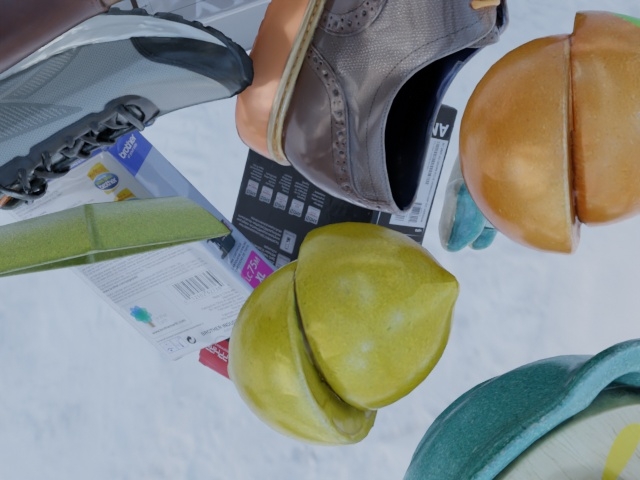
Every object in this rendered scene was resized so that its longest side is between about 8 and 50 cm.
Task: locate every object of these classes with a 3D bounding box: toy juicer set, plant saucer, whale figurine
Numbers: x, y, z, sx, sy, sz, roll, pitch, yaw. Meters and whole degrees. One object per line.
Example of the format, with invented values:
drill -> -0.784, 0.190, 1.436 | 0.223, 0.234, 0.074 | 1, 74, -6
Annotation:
toy juicer set -> 0.051, 0.085, 0.412 | 0.209, 0.089, 0.329 | 20, 107, -41
plant saucer -> -0.211, -0.005, 1.235 | 0.188, 0.188, 0.045 | -11, 89, 34
whale figurine -> 0.243, -0.073, 1.765 | 0.141, 0.272, 0.216 | 19, 121, 17

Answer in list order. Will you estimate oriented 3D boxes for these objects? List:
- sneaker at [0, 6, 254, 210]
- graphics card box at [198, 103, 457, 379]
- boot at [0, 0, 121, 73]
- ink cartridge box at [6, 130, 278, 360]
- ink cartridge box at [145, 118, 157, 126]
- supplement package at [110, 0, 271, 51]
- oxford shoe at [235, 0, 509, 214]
sneaker -> -0.170, -0.070, 0.818 | 0.271, 0.100, 0.108 | -12, 77, 7
graphics card box -> 0.000, 0.000, 1.495 | 0.094, 0.232, 0.371 | 4, 103, -42
boot -> -0.061, -0.146, 0.530 | 0.264, 0.280, 0.096 | -26, 98, -36
ink cartridge box -> -0.196, -0.009, 1.410 | 0.185, 0.065, 0.311 | -23, 123, 41
ink cartridge box -> -0.229, -0.339, 1.634 | 0.151, 0.395, 0.270 | 2, 120, 7
supplement package -> -0.091, -0.237, 1.027 | 0.292, 0.177, 0.175 | -19, 88, -2
oxford shoe -> 0.070, -0.184, 0.789 | 0.132, 0.130, 0.364 | 34, 123, 23
